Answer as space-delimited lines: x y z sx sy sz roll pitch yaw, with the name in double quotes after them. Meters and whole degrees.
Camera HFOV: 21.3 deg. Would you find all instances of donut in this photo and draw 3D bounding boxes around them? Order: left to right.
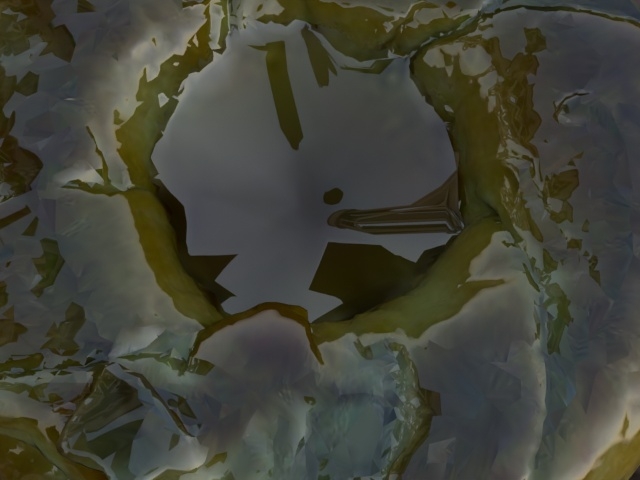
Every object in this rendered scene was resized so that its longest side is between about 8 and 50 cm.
0.000 0.000 0.704 0.360 0.170 0.360 0 71 1 "donut"
